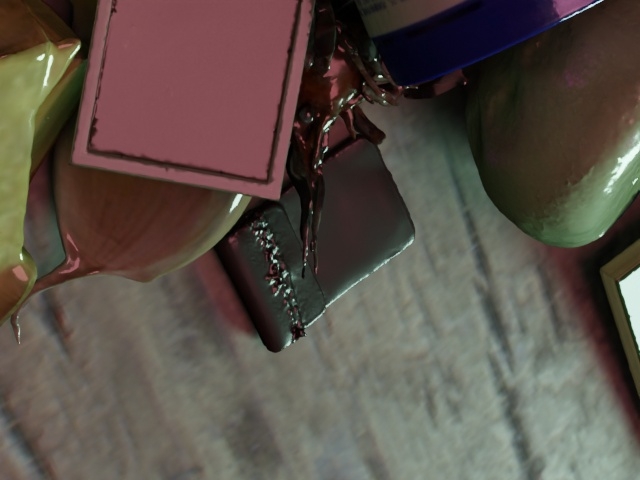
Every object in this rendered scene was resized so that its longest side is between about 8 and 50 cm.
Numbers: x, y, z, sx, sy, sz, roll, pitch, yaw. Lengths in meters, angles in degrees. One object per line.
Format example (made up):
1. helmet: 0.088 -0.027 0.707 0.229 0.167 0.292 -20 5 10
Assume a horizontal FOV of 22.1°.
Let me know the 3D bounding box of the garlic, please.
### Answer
1. garlic: -0.115 -0.044 1.127 0.128 0.148 0.266 14 88 -70

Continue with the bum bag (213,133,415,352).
1. bum bag: 0.000 0.000 1.243 0.159 0.026 0.109 -37 116 -21

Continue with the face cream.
1. face cream: 0.117 -0.189 1.045 0.206 0.206 0.111 -32 98 -23

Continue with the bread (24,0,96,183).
1. bread: -0.220 -0.091 1.078 0.074 0.084 0.139 -8 137 -58

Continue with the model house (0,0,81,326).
1. model house: -0.330 -0.042 0.923 0.321 0.261 0.266 -18 136 -29

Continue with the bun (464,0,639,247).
1. bun: 0.203 -0.137 1.243 0.283 0.179 0.283 -51 166 -18

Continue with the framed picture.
1. framed picture: -0.079 -0.127 1.064 0.142 0.011 0.183 9 93 -15

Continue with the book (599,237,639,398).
1. book: 0.358 0.074 1.453 0.202 0.027 0.264 -35 125 -16

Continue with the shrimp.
1. shrimp: 0.018 -0.140 1.169 0.145 0.116 0.343 5 91 -31
